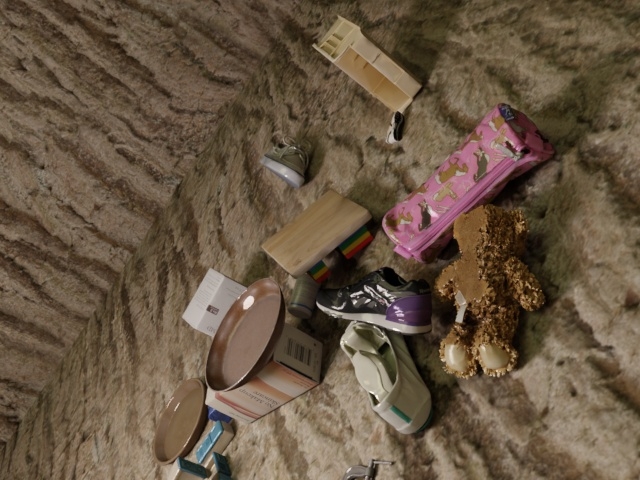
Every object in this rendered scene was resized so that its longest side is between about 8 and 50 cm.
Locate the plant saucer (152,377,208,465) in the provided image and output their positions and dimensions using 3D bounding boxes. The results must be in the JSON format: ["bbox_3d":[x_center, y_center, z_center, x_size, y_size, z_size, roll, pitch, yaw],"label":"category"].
[{"bbox_3d":[-0.423,0.557,2.250,0.278,0.041,0.277,-40,31,31],"label":"plant saucer"}]

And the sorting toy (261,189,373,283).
[{"bbox_3d":[0.000,0.000,1.984,0.257,0.089,0.255,-40,27,-7],"label":"sorting toy"}]

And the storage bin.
[{"bbox_3d":[0.141,-0.516,2.160,0.123,0.262,0.260,-50,27,11],"label":"storage bin"}]

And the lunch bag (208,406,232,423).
[{"bbox_3d":[-0.269,0.456,2.059,0.098,0.067,0.065,-49,28,16],"label":"lunch bag"}]

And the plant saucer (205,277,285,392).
[{"bbox_3d":[-0.179,0.240,1.820,0.311,0.050,0.310,-41,30,29],"label":"plant saucer"}]

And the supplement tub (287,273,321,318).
[{"bbox_3d":[-0.044,0.152,1.989,0.071,0.071,0.107,-18,47,53],"label":"supplement tub"}]

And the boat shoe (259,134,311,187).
[{"bbox_3d":[-0.100,-0.283,2.496,0.156,0.136,0.367,-54,17,2],"label":"boat shoe"}]

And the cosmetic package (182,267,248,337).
[{"bbox_3d":[-0.307,0.207,2.291,0.183,0.151,0.151,-62,27,-5],"label":"cosmetic package"}]

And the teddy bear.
[{"bbox_3d":[0.321,0.102,1.402,0.245,0.113,0.337,-42,38,44],"label":"teddy bear"}]

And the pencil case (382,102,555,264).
[{"bbox_3d":[0.307,-0.114,1.574,0.386,0.167,0.160,-45,62,26],"label":"pencil case"}]

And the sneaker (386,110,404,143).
[{"bbox_3d":[0.208,-0.321,2.086,0.044,0.040,0.109,-26,41,50],"label":"sneaker"}]

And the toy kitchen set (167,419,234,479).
[{"bbox_3d":[-0.312,0.556,1.916,0.122,0.166,0.207,-55,27,7],"label":"toy kitchen set"}]

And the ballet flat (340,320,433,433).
[{"bbox_3d":[0.115,0.244,1.552,0.139,0.139,0.400,-52,27,13],"label":"ballet flat"}]

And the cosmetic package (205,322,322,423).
[{"bbox_3d":[-0.146,0.341,1.877,0.296,0.153,0.129,-38,32,38],"label":"cosmetic package"}]

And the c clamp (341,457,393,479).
[{"bbox_3d":[0.073,0.510,1.467,0.137,0.022,0.160,-13,51,55],"label":"c clamp"}]

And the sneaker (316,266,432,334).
[{"bbox_3d":[0.117,0.110,1.568,0.283,0.107,0.124,9,102,36],"label":"sneaker"}]
